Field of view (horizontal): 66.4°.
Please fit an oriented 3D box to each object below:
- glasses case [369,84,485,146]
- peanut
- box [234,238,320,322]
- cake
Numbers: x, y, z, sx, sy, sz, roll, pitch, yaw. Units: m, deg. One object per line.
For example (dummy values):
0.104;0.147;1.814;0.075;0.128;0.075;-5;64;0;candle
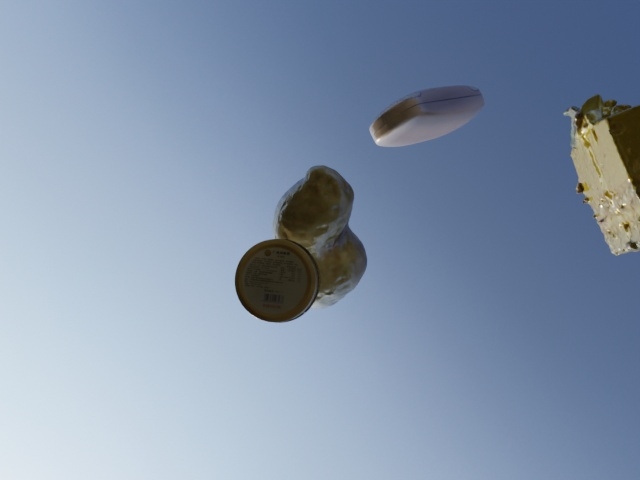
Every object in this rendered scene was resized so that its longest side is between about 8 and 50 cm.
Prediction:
0.204;-0.232;0.906;0.113;0.296;0.075;-32;-98;45;glasses case
0.000;0.000;0.725;0.137;0.122;0.253;3;-46;18;peanut
-0.053;0.050;0.607;0.105;0.037;0.106;0;-94;6;box
0.561;-0.147;0.802;0.227;0.222;0.286;-20;-102;10;cake
